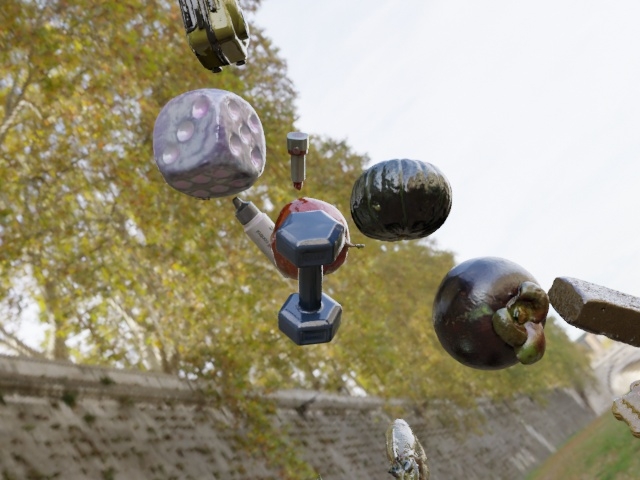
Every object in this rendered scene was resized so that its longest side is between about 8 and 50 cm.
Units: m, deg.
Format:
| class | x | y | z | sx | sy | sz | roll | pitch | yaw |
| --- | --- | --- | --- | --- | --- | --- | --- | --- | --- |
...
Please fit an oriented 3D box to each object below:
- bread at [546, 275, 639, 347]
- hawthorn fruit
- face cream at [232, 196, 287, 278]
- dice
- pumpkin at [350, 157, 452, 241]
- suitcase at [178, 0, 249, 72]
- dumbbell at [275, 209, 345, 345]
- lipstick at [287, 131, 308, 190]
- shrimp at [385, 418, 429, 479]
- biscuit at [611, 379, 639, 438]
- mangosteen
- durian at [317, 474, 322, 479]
| class | x | y | z | sx | sy | sz | roll | pitch | yaw |
| --- | --- | --- | --- | --- | --- | --- | --- | --- | --- |
| bread | 0.807 | 0.208 | 2.040 | 0.416 | 0.165 | 0.113 | 17 | -74 | -14 |
| hawthorn fruit | 0.000 | 0.000 | 2.224 | 0.271 | 0.242 | 0.242 | 0 | -9 | 23 |
| face cream | -0.178 | -0.019 | 2.511 | 0.092 | 0.311 | 0.092 | -37 | 12 | 10 |
| dice | -0.348 | -0.300 | 2.454 | 0.270 | 0.271 | 0.270 | -13 | -19 | 25 |
| pumpkin | 0.171 | -0.081 | 1.645 | 0.220 | 0.162 | 0.220 | 0 | -13 | 0 |
| suitcase | -0.258 | -0.544 | 1.932 | 0.143 | 0.194 | 0.235 | -15 | -7 | 3 |
| dumbbell | -0.024 | 0.089 | 1.802 | 0.156 | 0.143 | 0.316 | -58 | -25 | -50 |
| lipstick | -0.067 | -0.227 | 2.326 | 0.057 | 0.063 | 0.186 | -78 | -11 | -58 |
| shrimp | 0.203 | 0.504 | 1.748 | 0.077 | 0.168 | 0.317 | -32 | 3 | 11 |
| biscuit | 0.718 | 0.324 | 1.602 | 0.225 | 0.166 | 0.036 | -25 | -66 | -3 |
| mangosteen | 0.404 | 0.172 | 1.814 | 0.288 | 0.288 | 0.288 | -31 | -22 | -14 |
| durian | 0.032 | 0.820 | 2.096 | 0.158 | 0.352 | 0.169 | 37 | -84 | -25 |
